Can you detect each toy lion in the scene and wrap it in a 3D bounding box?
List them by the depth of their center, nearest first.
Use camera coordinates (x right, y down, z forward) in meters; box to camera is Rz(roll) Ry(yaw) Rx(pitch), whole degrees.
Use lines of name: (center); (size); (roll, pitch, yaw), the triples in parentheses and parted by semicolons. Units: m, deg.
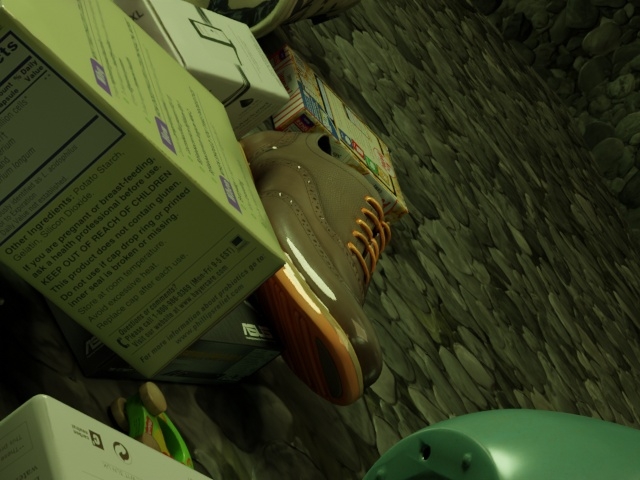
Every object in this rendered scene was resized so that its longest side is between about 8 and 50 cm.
toy lion: (-0.101, 0.156, 1.181); (0.096, 0.034, 0.100); (54, 14, -25)

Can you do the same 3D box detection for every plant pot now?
plant pot: (0.147, 0.252, 1.252); (0.235, 0.293, 0.293); (24, 30, -32)

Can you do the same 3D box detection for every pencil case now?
pencil case: (-0.055, -0.312, 2.022); (0.160, 0.183, 0.410); (49, 18, 2)

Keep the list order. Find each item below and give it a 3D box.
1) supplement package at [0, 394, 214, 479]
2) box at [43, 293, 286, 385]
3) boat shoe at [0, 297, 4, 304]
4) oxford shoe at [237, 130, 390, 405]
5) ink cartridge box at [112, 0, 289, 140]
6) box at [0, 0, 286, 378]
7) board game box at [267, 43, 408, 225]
supplement package: (-0.092, 0.249, 0.739); (0.175, 0.177, 0.293); (37, 23, -46)
box: (-0.135, 0.016, 1.323); (0.183, 0.056, 0.231); (60, 17, 19)
boat shoe: (-0.218, 0.034, 1.017); (0.080, 0.076, 0.228); (36, 23, -47)
oxford shoe: (0.000, 0.000, 1.468); (0.364, 0.132, 0.130); (-118, -168, -54)
ink cartridge box: (-0.137, -0.115, 1.426); (0.086, 0.148, 0.203); (59, 18, 13)
box: (-0.160, -0.072, 1.094); (0.243, 0.117, 0.213); (43, 13, -32)
board game box: (0.016, -0.117, 2.041); (0.193, 0.045, 0.147); (43, 18, -31)
